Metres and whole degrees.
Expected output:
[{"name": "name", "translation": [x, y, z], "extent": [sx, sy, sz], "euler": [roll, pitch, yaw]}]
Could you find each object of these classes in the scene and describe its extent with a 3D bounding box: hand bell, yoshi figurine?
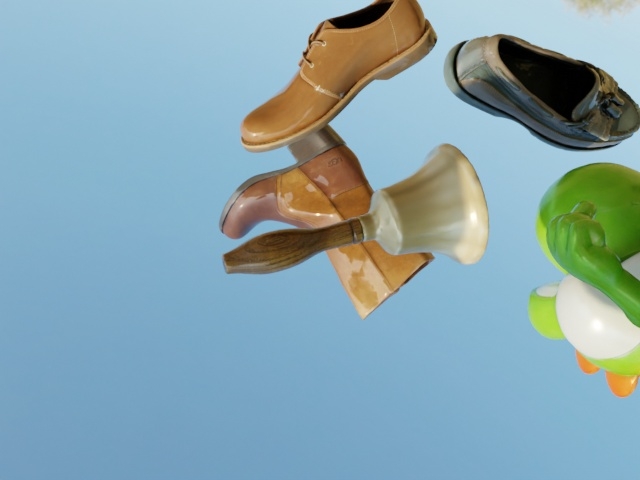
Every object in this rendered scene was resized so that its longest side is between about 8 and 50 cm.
[{"name": "hand bell", "translation": [0.024, -0.009, 0.676], "extent": [0.242, 0.126, 0.126], "euler": [-14, -133, -15]}, {"name": "yoshi figurine", "translation": [0.269, -0.001, 0.526], "extent": [0.204, 0.362, 0.203], "euler": [35, -107, -9]}]

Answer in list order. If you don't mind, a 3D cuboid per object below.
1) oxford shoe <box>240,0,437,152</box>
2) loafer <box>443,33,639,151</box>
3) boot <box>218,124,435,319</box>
[{"name": "oxford shoe", "translation": [0.002, -0.163, 0.658], "extent": [0.076, 0.212, 0.076], "euler": [50, -174, -41]}, {"name": "loafer", "translation": [0.270, -0.165, 0.793], "extent": [0.268, 0.084, 0.096], "euler": [12, -100, -21]}, {"name": "boot", "translation": [0.000, 0.000, 1.098], "extent": [0.280, 0.264, 0.096], "euler": [55, -165, 9]}]
